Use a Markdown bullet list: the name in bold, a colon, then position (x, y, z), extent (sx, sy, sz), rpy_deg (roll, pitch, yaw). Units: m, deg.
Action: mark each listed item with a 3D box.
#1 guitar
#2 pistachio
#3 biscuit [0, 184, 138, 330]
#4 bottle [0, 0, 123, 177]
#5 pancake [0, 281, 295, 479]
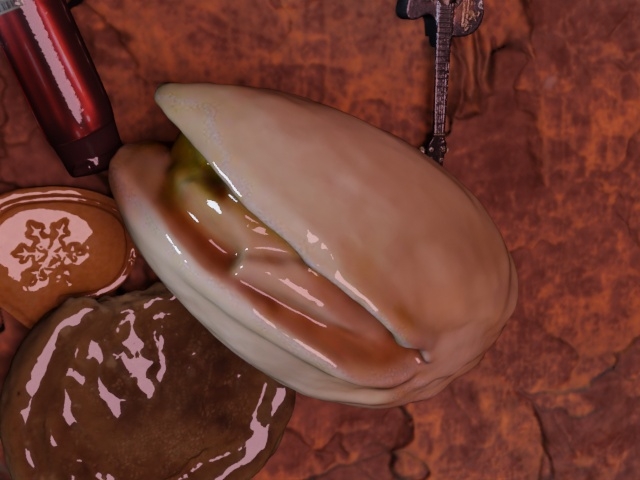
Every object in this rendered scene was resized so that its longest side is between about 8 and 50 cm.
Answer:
- **guitar**: position (0.095, -0.162, 0.956), extent (0.088, 0.025, 0.234), rpy_deg (-3, 103, -20)
- **pistachio**: position (0.000, 0.000, 0.864), extent (0.318, 0.214, 0.193), rpy_deg (37, 107, -14)
- **biscuit**: position (-0.203, 0.017, 0.884), extent (0.140, 0.023, 0.118), rpy_deg (-10, 104, -19)
- **bottle**: position (-0.188, -0.122, 0.843), extent (0.060, 0.060, 0.164), rpy_deg (-26, 109, -13)
- **pancake**: position (-0.125, 0.127, 0.916), extent (0.236, 0.042, 0.223), rpy_deg (8, 96, -30)
